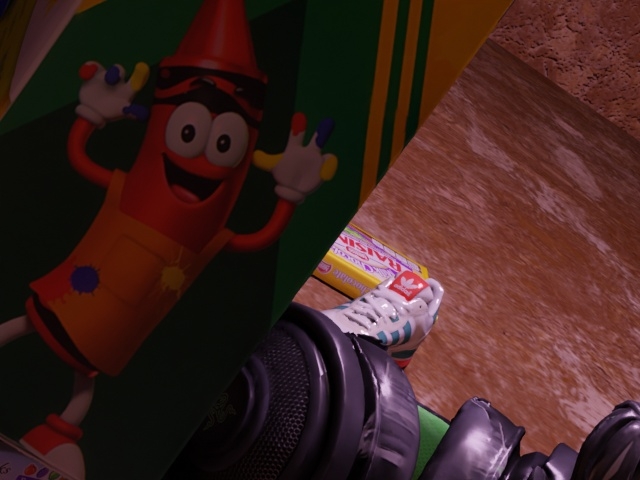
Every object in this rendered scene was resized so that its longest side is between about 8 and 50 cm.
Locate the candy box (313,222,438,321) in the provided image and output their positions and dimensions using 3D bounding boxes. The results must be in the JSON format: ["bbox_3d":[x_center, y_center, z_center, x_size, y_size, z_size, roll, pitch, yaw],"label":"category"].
[{"bbox_3d":[0.000,0.000,1.419,0.206,0.027,0.105,31,20,-14],"label":"candy box"}]

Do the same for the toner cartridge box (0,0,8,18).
[{"bbox_3d":[-0.238,-0.206,1.229,0.165,0.075,0.348,9,-4,21],"label":"toner cartridge box"}]

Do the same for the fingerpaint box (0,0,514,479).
[{"bbox_3d":[-0.058,-0.121,0.947,0.163,0.371,0.445,34,9,-15],"label":"fingerpaint box"}]

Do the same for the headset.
[{"bbox_3d":[0.049,0.106,0.934,0.243,0.185,0.394,29,6,-19],"label":"headset"}]

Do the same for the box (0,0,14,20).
[{"bbox_3d":[-0.152,-0.088,1.222,0.179,0.105,0.043,24,5,-29],"label":"box"}]

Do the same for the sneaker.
[{"bbox_3d":[0.036,0.052,1.256,0.057,0.075,0.161,42,17,23],"label":"sneaker"}]

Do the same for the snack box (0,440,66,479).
[{"bbox_3d":[-0.185,0.075,0.823,0.141,0.037,0.100,22,21,-40],"label":"snack box"}]
